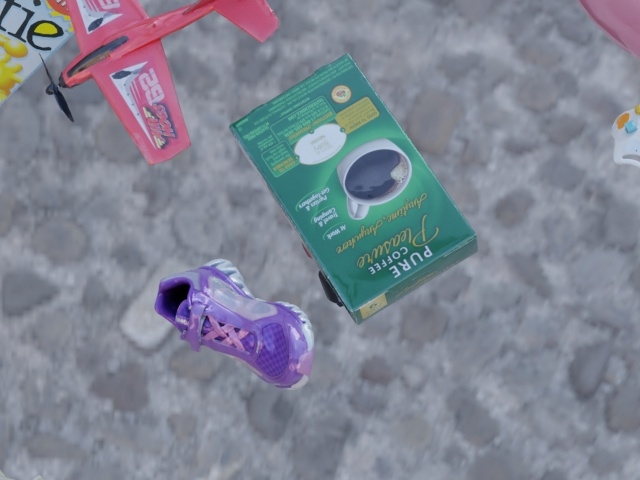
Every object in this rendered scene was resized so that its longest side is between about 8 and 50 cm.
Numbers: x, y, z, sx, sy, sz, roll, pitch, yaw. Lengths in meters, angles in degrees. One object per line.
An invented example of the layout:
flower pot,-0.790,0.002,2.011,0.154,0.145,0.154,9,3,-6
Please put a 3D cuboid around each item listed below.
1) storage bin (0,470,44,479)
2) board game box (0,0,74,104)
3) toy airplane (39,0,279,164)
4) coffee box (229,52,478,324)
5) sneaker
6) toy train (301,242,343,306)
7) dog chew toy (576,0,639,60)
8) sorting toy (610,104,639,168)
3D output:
storage bin,-0.242,0.343,1.312,0.262,0.123,0.260,-42,106,-24
board game box,-0.261,-0.196,1.360,0.142,0.275,0.144,37,42,-19
toy airplane,-0.089,-0.120,1.005,0.151,0.028,0.151,-3,79,17
coffee box,0.024,-0.039,1.366,0.113,0.040,0.184,-33,69,-6
sneaker,-0.101,0.095,1.992,0.105,0.095,0.236,1,21,-41
toy train,0.000,0.000,1.633,0.036,0.158,0.027,-30,38,-10
dog chew toy,0.265,-0.116,0.920,0.332,0.207,0.206,49,53,-21
sorting toy,0.353,-0.100,1.971,0.083,0.045,0.075,25,56,5
